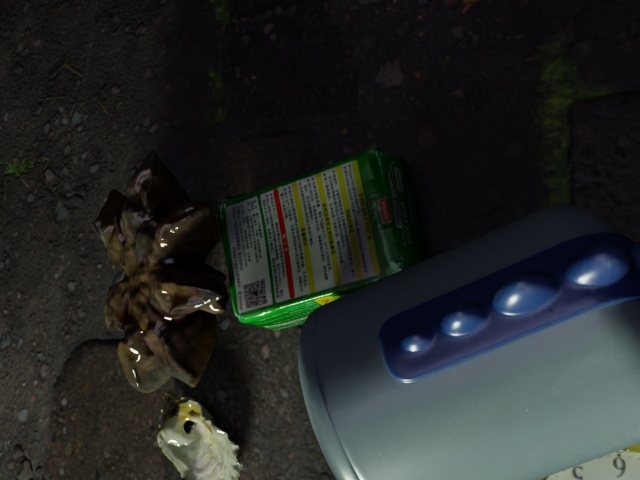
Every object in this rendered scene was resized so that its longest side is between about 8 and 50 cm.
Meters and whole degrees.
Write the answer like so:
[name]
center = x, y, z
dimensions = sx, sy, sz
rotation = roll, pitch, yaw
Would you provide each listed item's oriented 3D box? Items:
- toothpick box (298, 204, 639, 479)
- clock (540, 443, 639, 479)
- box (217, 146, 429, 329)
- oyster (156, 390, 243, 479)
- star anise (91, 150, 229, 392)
[toothpick box]
center = 0.176, 0.105, 0.640
dimensions = 0.354, 0.263, 0.263
rotation = -26, 69, 16
[clock]
center = 0.299, 0.304, 0.654
dimensions = 0.237, 0.057, 0.237
rotation = -6, 76, 26
[box]
center = 0.000, 0.000, 0.831
dimensions = 0.250, 0.103, 0.180
rotation = -17, 71, 23
[oyster]
center = -0.163, 0.270, 0.878
dimensions = 0.146, 0.045, 0.122
rotation = 9, 80, 19
[star anise]
center = -0.216, 0.045, 0.876
dimensions = 0.315, 0.108, 0.315
rotation = 11, 105, 44
